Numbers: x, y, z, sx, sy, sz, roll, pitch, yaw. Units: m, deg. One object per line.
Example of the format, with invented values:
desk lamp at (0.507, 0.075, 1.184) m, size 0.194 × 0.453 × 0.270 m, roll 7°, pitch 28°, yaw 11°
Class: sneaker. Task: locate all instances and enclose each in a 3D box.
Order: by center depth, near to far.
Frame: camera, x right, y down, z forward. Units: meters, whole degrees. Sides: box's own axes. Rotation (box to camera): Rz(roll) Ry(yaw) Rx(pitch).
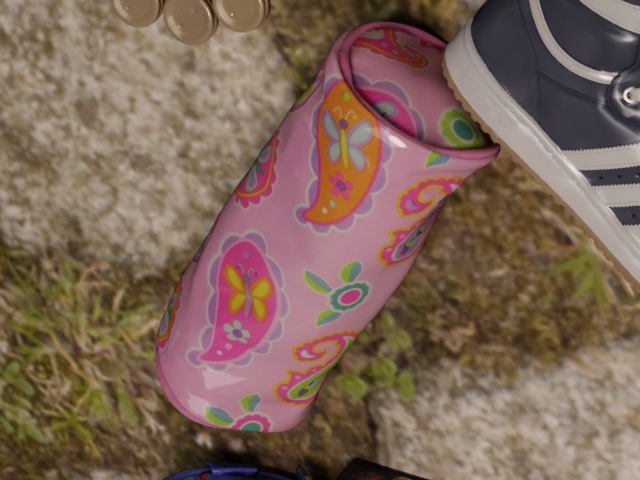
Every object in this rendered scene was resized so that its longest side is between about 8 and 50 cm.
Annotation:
sneaker at (0.209, -0.060, 1.095) m, size 0.282 × 0.099 × 0.153 m, roll 43°, pitch 128°, yaw 6°

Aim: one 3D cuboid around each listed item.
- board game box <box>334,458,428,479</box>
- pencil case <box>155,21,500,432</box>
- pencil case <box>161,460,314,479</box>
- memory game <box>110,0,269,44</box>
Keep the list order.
board game box at (0.096, 0.226, 1.260) m, size 0.243 × 0.165 × 0.042 m, roll 14°, pitch 120°, yaw 21°
pencil case at (0.000, 0.000, 1.230) m, size 0.124 × 0.124 × 0.284 m, roll 38°, pitch 127°, yaw 6°
pencil case at (-0.075, 0.292, 1.412) m, size 0.119 × 0.133 × 0.306 m, roll 7°, pitch 121°, yaw 0°
memory game at (-0.090, -0.209, 1.232) m, size 0.186 × 0.012 × 0.186 m, roll 13°, pitch 120°, yaw 23°
